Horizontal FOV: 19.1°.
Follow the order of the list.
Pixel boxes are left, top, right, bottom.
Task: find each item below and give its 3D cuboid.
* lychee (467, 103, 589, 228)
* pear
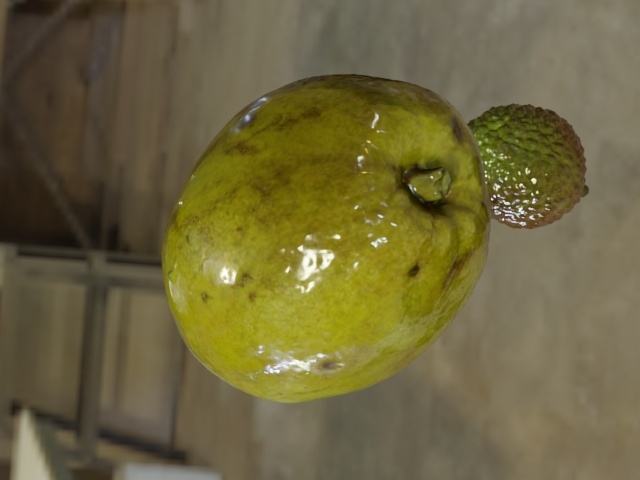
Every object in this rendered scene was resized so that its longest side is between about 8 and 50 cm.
[{"bbox_3d":[0.182,-0.065,1.695,0.114,0.146,0.114,-19,63,42],"label":"lychee"},{"bbox_3d":[0.000,0.000,0.644,0.131,0.107,0.107,-37,48,52],"label":"pear"}]
